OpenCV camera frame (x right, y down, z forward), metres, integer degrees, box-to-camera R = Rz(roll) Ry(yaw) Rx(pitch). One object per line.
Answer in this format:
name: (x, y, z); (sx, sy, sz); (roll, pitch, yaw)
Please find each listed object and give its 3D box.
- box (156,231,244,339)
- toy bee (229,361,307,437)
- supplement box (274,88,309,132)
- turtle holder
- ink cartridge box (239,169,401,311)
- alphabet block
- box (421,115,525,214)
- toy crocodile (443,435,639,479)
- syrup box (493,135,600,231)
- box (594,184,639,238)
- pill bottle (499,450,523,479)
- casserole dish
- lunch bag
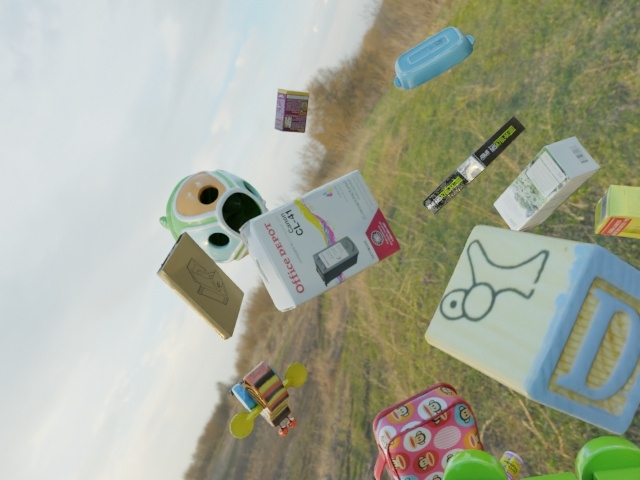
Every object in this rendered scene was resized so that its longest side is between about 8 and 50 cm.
box: (-0.244, 0.092, 1.081); (0.021, 0.201, 0.164); (-33, 22, 19)
toy bee: (-0.104, 0.352, 1.143); (0.195, 0.162, 0.298); (-42, -6, -2)
supplement box: (-0.060, -0.267, 1.055); (0.043, 0.055, 0.083); (33, 120, 53)
turtle holder: (-0.239, -0.036, 1.339); (0.243, 0.320, 0.227); (-39, 22, -32)
ink cartridge box: (0.000, 0.000, 1.211); (0.306, 0.226, 0.131); (-28, -2, -24)
alphabet block: (0.293, 0.106, 0.672); (0.192, 0.193, 0.197); (-63, 25, -2)
box: (0.320, -0.156, 1.083); (0.184, 0.045, 0.190); (-43, -5, -34)
toy crocodile: (0.203, 0.252, 0.451); (0.115, 0.340, 0.105); (-10, -90, -78)
syrup box: (0.511, -0.120, 1.181); (0.093, 0.096, 0.237); (62, 158, 22)
box: (0.569, -0.036, 0.805); (0.087, 0.232, 0.058); (60, -139, -67)
pill bottle: (0.398, 0.498, 1.101); (0.083, 0.043, 0.043); (-41, -13, -32)
casserole dish: (0.238, -0.399, 1.110); (0.188, 0.037, 0.114); (-26, 43, 17)
lunch bag: (0.246, 0.502, 1.190); (0.120, 0.258, 0.293); (-136, 24, -66)
